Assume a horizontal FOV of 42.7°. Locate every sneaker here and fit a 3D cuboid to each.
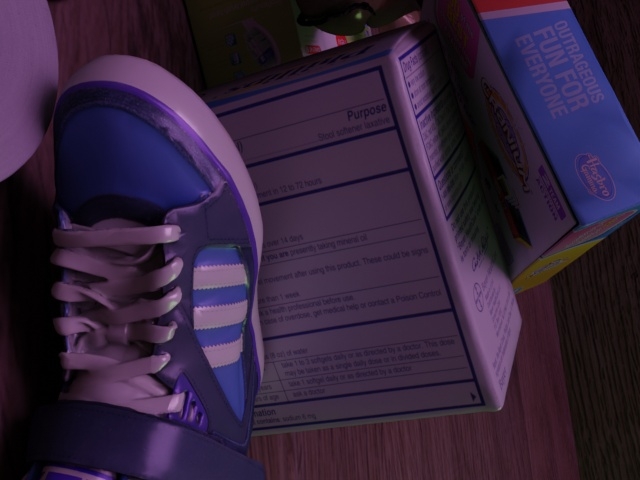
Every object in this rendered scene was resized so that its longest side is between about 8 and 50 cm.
[{"bbox_3d":[-0.122,0.078,0.514,0.236,0.130,0.323,-70,157,-50],"label":"sneaker"}]

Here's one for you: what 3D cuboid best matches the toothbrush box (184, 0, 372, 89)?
[{"bbox_3d":[-0.040,-0.247,0.883,0.206,0.122,0.283,-21,100,-64],"label":"toothbrush box"}]

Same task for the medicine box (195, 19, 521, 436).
[{"bbox_3d":[0.000,0.000,0.690,0.149,0.263,0.289,-49,123,-60],"label":"medicine box"}]

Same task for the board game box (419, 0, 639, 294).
[{"bbox_3d":[0.156,-0.090,0.708,0.316,0.064,0.242,86,-17,-77],"label":"board game box"}]

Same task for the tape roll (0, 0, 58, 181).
[{"bbox_3d":[-0.250,-0.124,0.452,0.219,0.072,0.219,37,47,-53],"label":"tape roll"}]

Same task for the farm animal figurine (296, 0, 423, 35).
[{"bbox_3d":[0.077,-0.293,0.819,0.327,0.172,0.330,-45,117,-40],"label":"farm animal figurine"}]
